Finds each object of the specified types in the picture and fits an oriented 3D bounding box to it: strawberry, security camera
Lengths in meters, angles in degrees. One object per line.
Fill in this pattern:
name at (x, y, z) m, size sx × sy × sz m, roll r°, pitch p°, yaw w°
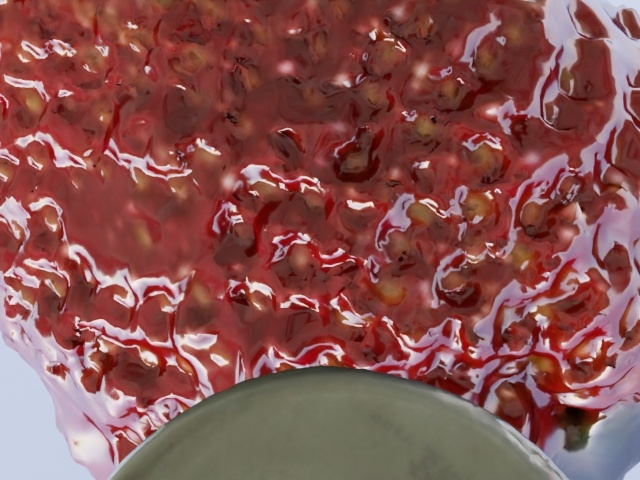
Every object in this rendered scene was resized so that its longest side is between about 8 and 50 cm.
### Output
strawberry at (-0.003, -0.001, 0.688) m, size 0.261 × 0.257 × 0.261 m, roll -15°, pitch -111°, yaw 42°
security camera at (-0.037, 0.155, 0.458) m, size 0.157 × 0.080 × 0.301 m, roll 32°, pitch -110°, yaw 14°
